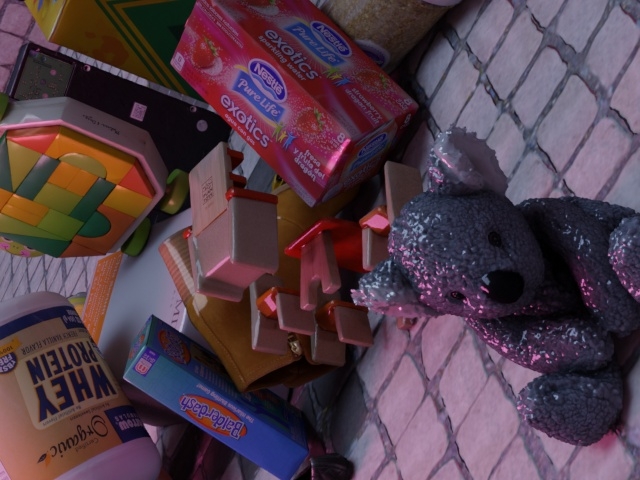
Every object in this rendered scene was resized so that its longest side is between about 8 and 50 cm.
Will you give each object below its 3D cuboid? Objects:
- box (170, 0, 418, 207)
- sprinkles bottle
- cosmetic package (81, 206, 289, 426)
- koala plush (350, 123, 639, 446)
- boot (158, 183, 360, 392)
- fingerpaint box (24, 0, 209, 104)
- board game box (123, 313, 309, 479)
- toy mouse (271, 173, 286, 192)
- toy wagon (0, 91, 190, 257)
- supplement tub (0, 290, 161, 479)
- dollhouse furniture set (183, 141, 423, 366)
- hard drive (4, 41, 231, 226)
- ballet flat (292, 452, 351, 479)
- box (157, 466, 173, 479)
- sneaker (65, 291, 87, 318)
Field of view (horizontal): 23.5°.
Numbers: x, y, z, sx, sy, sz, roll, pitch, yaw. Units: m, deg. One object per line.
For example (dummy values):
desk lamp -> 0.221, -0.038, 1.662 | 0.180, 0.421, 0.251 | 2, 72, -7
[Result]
box -> -0.032, -0.179, 1.756 | 0.257, 0.128, 0.123 | 46, 134, 17
sprinkles bottle -> 0.057, -0.253, 1.819 | 0.355, 0.121, 0.121 | -44, 34, 49
cosmetic package -> -0.180, 0.107, 2.014 | 0.453, 0.161, 0.230 | -20, 53, 62
koala plush -> 0.146, 0.022, 1.238 | 0.196, 0.221, 0.203 | -63, 23, 18
boot -> -0.024, 0.050, 1.746 | 0.211, 0.295, 0.104 | 56, 144, 14
fingerpaint box -> -0.217, -0.323, 2.188 | 0.163, 0.371, 0.445 | -65, 23, 10
board game box -> -0.113, 0.170, 1.685 | 0.047, 0.210, 0.160 | -55, 7, 6
toy mouse -> -0.023, -0.078, 1.974 | 0.143, 0.031, 0.161 | -10, 62, 66
toy wagon -> -0.337, -0.056, 1.950 | 0.344, 0.267, 0.068 | -44, 30, 46
supplement tub -> -0.335, 0.245, 1.871 | 0.316, 0.228, 0.228 | 57, 137, 12
dollhouse furniture set -> 0.000, 0.000, 1.551 | 0.262, 0.259, 0.135 | -39, 47, 45
hard drive -> -0.325, -0.129, 2.317 | 0.064, 0.339, 0.237 | 2, 74, 67
ballet flat -> -0.026, 0.271, 1.658 | 0.173, 0.049, 0.057 | -48, 32, 43
box -> -0.278, 0.278, 2.072 | 0.021, 0.201, 0.164 | -43, 9, -26
sneaker -> -0.304, 0.149, 2.241 | 0.081, 0.208, 0.094 | -44, 40, 15
